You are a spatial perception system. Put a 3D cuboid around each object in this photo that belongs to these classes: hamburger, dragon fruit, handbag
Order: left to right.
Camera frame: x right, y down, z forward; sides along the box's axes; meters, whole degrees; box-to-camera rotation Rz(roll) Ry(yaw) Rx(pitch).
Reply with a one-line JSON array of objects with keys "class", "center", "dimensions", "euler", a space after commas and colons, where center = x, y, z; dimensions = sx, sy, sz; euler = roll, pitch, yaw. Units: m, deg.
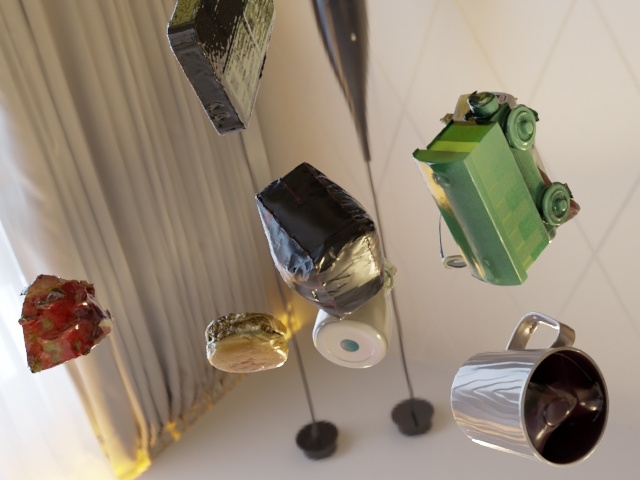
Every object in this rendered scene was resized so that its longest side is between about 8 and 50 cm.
[{"class": "dragon fruit", "center": [-0.507, 0.140, 1.814], "dimensions": [0.126, 0.161, 0.274], "euler": [-19, -165, 12]}, {"class": "hamburger", "center": [-0.128, 0.176, 1.562], "dimensions": [0.138, 0.147, 0.083], "euler": [-9, -116, 13]}, {"class": "handbag", "center": [0.000, 0.000, 1.351], "dimensions": [0.155, 0.215, 0.169], "euler": [-33, -117, -6]}]

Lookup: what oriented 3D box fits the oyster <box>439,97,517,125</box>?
[{"class": "oyster", "center": [0.332, -0.265, 1.884], "dimensions": [0.165, 0.053, 0.108], "euler": [-24, -173, 1]}]

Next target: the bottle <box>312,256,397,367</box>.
[{"class": "bottle", "center": [0.076, 0.119, 1.793], "dimensions": [0.147, 0.148, 0.237], "euler": [-2, -137, 17]}]

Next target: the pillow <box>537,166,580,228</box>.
[{"class": "pillow", "center": [0.351, -0.054, 1.658], "dimensions": [0.179, 0.171, 0.075], "euler": [-47, 168, 14]}]

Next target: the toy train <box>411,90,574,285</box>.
[{"class": "toy train", "center": [0.285, -0.085, 1.464], "dimensions": [0.202, 0.301, 0.120], "euler": [-46, -148, -25]}]

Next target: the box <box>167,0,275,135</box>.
[{"class": "box", "center": [-0.152, -0.355, 1.483], "dimensions": [0.058, 0.211, 0.350], "euler": [-9, -135, 17]}]

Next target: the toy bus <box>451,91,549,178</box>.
[{"class": "toy bus", "center": [0.373, -0.146, 1.825], "dimensions": [0.138, 0.342, 0.097], "euler": [-3, -133, 32]}]

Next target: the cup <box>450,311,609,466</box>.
[{"class": "cup", "center": [0.412, 0.293, 1.830], "dimensions": [0.208, 0.288, 0.273], "euler": [-4, 176, -24]}]

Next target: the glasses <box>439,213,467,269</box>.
[{"class": "glasses", "center": [0.408, -0.037, 2.477], "dimensions": [0.189, 0.221, 0.088], "euler": [-11, 176, 6]}]
